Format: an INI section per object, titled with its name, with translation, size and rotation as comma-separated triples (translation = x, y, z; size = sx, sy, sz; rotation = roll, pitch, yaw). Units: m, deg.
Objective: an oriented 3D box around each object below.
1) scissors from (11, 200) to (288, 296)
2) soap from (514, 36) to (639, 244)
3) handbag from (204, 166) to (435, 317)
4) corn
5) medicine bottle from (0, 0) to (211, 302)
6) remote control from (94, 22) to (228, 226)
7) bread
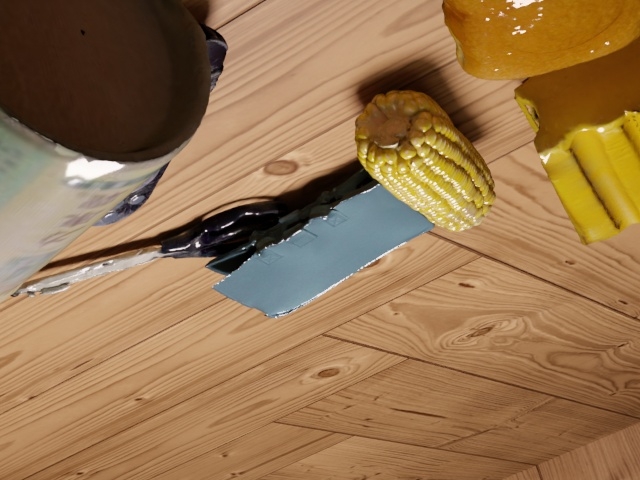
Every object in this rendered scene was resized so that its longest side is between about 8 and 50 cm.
[scissors]
translation = -0.177, 0.015, 1.597
size = 0.300, 0.022, 0.109
rotation = -16, 161, -10
[soap]
translation = 0.327, -0.108, 1.581
size = 0.204, 0.096, 0.324
rotation = -22, 157, 12
[handbag]
translation = 0.000, 0.000, 1.629
size = 0.221, 0.057, 0.144
rotation = -29, 155, 16
[corn]
translation = 0.103, -0.076, 1.499
size = 0.093, 0.093, 0.244
rotation = -22, 159, 13
[medicine bottle]
translation = -0.287, -0.055, 1.065
size = 0.235, 0.236, 0.406
rotation = 6, 147, -45
[remote control]
translation = -0.155, -0.106, 1.295
size = 0.090, 0.066, 0.266
rotation = -18, 159, -36
[bread]
translation = 0.169, -0.216, 1.176
size = 0.174, 0.121, 0.245
rotation = -19, 160, 2
